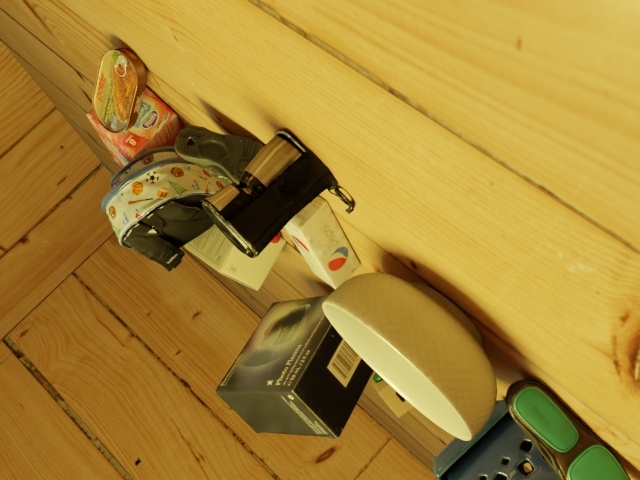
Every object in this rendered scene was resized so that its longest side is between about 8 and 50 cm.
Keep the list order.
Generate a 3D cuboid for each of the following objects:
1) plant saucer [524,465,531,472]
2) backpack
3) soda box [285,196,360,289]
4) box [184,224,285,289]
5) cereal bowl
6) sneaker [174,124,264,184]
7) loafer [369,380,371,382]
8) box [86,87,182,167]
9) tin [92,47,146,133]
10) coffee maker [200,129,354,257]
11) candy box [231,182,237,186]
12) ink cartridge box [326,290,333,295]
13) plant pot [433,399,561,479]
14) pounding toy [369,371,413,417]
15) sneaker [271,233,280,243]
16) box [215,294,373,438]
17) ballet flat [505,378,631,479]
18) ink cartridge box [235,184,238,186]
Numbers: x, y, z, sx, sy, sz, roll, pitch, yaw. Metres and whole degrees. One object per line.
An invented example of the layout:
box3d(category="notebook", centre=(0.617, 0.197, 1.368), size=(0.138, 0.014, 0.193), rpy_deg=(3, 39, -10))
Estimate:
box3d(category="plant saucer", centre=(0.482, 0.573, 1.891), size=(0.168, 0.029, 0.168), rpy_deg=(42, 169, 11))
box3d(category="backpack", centre=(-0.342, -0.085, 1.682), size=(0.213, 0.276, 0.263), rpy_deg=(53, -165, 11))
box3d(category="soda box", centre=(0.000, 0.000, 1.413), size=(0.069, 0.074, 0.216), rpy_deg=(35, 164, 36))
box3d(category="box", centre=(-0.219, 0.008, 1.923), size=(0.127, 0.148, 0.232), rpy_deg=(31, 178, -36))
box3d(category="cereal bowl", centre=(0.168, 0.172, 1.289), size=(0.339, 0.141, 0.339), rpy_deg=(41, 167, 11))
box3d(category="sneaker", centre=(-0.147, -0.144, 1.410), size=(0.228, 0.087, 0.130), rpy_deg=(20, 180, 26))
box3d(category="loafer", centre=(0.178, 0.424, 2.322), size=(0.148, 0.050, 0.056), rpy_deg=(47, 168, -11))
box3d(category="box", centre=(-0.417, -0.239, 1.806), size=(0.154, 0.142, 0.300), rpy_deg=(42, 168, 7))
box3d(category="tin", centre=(-0.420, -0.312, 1.586), size=(0.106, 0.040, 0.189), rpy_deg=(35, 128, 10))
box3d(category="coffee maker", centre=(-0.069, -0.057, 1.194), size=(0.171, 0.178, 0.120), rpy_deg=(40, 168, 17))
box3d(category="candy box", centre=(-0.239, -0.133, 1.861), size=(0.206, 0.027, 0.105), rpy_deg=(35, 163, 34))
box3d(category="ink cartridge box", centre=(0.044, 0.170, 1.907), size=(0.083, 0.048, 0.028), rpy_deg=(37, 166, 23))
box3d(category="plant pot", centre=(0.352, 0.456, 1.452), size=(0.212, 0.236, 0.236), rpy_deg=(44, 170, 30))
box3d(category="pounding toy", centre=(0.201, 0.386, 2.062), size=(0.141, 0.100, 0.130), rpy_deg=(53, 180, -26))
box3d(category="sneaker", centre=(-0.121, -0.029, 1.787), size=(0.067, 0.042, 0.118), rpy_deg=(33, 162, 54))
box3d(category="box", centre=(-0.045, 0.295, 1.811), size=(0.294, 0.296, 0.182), rpy_deg=(-13, 125, 47))
box3d(category="ballet flat", centre=(0.402, 0.335, 1.222), size=(0.280, 0.095, 0.096), rpy_deg=(53, 179, 5))
box3d(category="ink cartridge box", centre=(-0.103, -0.046, 1.513), size=(0.179, 0.045, 0.145), rpy_deg=(35, -176, -5))
